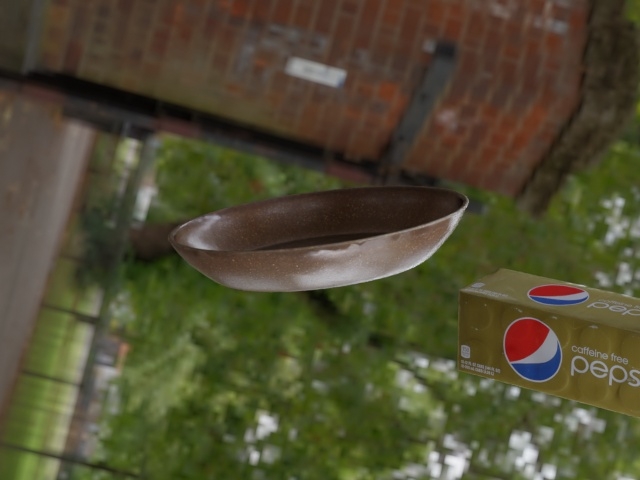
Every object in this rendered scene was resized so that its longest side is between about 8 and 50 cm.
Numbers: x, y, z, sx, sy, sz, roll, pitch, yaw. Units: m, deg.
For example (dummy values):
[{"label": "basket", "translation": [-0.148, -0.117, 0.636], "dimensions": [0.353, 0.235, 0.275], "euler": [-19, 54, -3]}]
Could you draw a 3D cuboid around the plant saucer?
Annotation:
[{"label": "plant saucer", "translation": [0.000, 0.000, 1.121], "dimensions": [0.198, 0.199, 0.036], "euler": [-108, -168, -78]}]

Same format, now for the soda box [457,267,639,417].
[{"label": "soda box", "translation": [0.181, 0.070, 1.129], "dimensions": [0.058, 0.181, 0.061], "euler": [-23, 119, -50]}]
